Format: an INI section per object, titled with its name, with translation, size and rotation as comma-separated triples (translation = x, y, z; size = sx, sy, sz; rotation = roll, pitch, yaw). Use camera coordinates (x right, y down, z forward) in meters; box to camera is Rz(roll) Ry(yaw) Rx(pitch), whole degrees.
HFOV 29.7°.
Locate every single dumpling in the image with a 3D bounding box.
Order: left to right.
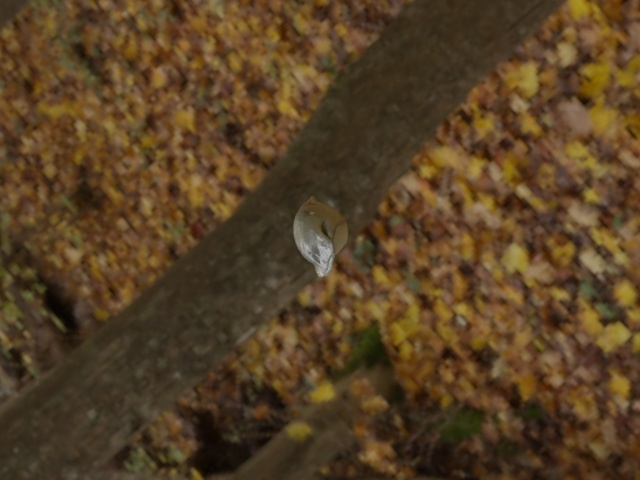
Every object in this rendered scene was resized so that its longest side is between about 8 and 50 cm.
[dumpling]
translation = -0.001, 0.001, 1.000
size = 0.077, 0.043, 0.059
rotation = 39, 141, 44
